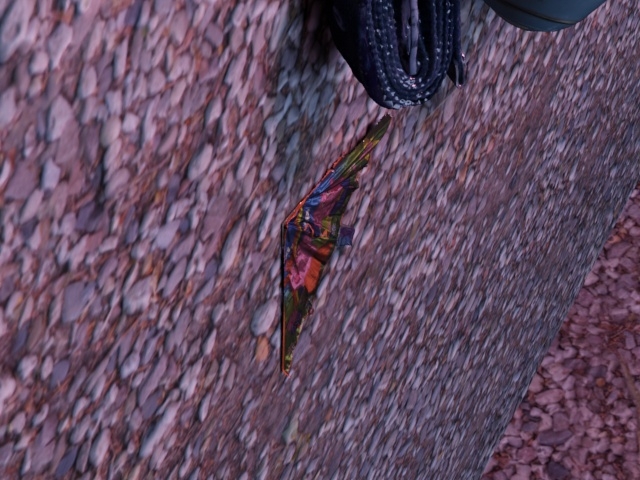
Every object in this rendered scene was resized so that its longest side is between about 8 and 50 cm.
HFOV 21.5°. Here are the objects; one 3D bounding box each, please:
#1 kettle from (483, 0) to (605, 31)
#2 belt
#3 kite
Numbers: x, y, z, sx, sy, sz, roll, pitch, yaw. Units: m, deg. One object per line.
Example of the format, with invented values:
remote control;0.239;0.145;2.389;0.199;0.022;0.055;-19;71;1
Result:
kettle;0.304;-0.405;1.931;0.319;0.247;0.342;-35;152;-59
belt;0.064;-0.240;1.621;0.122;0.128;0.218;-21;141;-14
kite;0.000;0.000;1.856;0.321;0.016;0.234;-69;162;2
